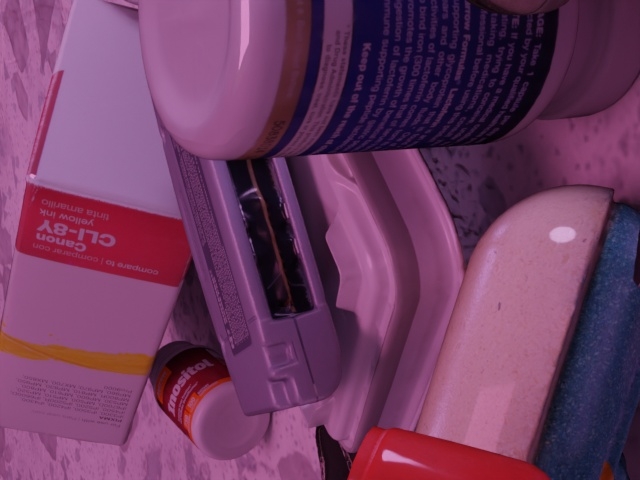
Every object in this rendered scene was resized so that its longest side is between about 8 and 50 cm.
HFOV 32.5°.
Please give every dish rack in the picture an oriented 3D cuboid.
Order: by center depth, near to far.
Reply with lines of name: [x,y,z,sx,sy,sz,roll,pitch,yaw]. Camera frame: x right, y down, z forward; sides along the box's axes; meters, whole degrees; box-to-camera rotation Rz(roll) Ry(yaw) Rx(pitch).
dish rack: [0.000,0.000,0.822,0.332,0.072,0.285,100,152,-57]

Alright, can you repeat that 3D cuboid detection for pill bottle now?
pill bottle: [0.046,-0.126,0.611,0.153,0.265,0.153,17,110,59]
pill bottle: [-0.122,0.161,1.146,0.152,0.086,0.086,28,120,55]

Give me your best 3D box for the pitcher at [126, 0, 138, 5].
pitcher: [-0.133,-0.309,1.054,0.207,0.126,0.177,22,95,46]

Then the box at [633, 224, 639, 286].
box: [0.233,-0.090,0.392,0.142,0.163,0.247,25,116,53]

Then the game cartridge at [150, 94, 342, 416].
game cartridge: [-0.063,-0.020,0.795,0.196,0.060,0.294,145,109,-70]

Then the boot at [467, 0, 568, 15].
boot: [0.122,-0.174,0.326,0.161,0.084,0.246,34,119,45]

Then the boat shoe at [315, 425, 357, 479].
boat shoe: [0.026,0.260,0.918,0.084,0.079,0.233,-25,73,61]

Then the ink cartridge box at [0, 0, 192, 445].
ink cartridge box: [-0.228,-0.007,1.132,0.384,0.161,0.279,115,161,-44]

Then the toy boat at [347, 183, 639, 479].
toy boat: [0.116,0.109,0.545,0.148,0.318,0.267,18,99,14]
